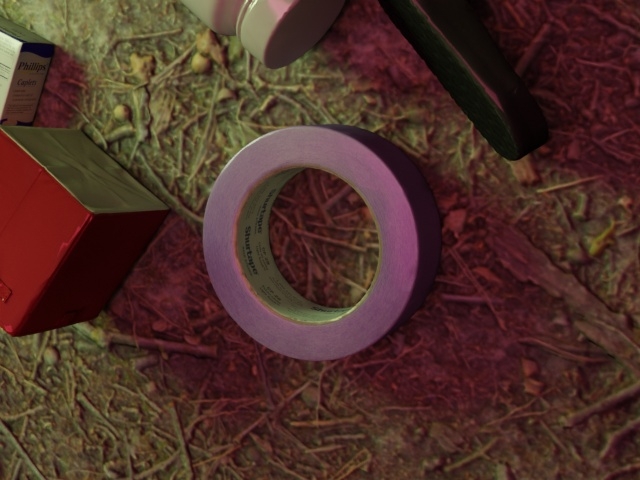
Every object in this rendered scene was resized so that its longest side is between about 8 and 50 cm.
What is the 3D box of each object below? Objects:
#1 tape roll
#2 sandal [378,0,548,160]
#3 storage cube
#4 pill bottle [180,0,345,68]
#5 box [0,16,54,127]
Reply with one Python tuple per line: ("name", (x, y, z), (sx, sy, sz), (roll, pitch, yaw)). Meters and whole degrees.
("tape roll", (0.000, 0.000, 1.187), (0.275, 0.090, 0.274), (4, 100, 24))
("sandal", (0.118, -0.290, 1.075), (0.107, 0.167, 0.445), (-35, 88, -2))
("storage cube", (-0.347, -0.017, 1.275), (0.184, 0.215, 0.193), (41, 105, 14))
("pill bottle", (-0.112, -0.338, 1.147), (0.283, 0.160, 0.160), (44, 112, 12))
("box", (-0.446, -0.229, 1.361), (0.126, 0.072, 0.137), (28, 109, 18))
